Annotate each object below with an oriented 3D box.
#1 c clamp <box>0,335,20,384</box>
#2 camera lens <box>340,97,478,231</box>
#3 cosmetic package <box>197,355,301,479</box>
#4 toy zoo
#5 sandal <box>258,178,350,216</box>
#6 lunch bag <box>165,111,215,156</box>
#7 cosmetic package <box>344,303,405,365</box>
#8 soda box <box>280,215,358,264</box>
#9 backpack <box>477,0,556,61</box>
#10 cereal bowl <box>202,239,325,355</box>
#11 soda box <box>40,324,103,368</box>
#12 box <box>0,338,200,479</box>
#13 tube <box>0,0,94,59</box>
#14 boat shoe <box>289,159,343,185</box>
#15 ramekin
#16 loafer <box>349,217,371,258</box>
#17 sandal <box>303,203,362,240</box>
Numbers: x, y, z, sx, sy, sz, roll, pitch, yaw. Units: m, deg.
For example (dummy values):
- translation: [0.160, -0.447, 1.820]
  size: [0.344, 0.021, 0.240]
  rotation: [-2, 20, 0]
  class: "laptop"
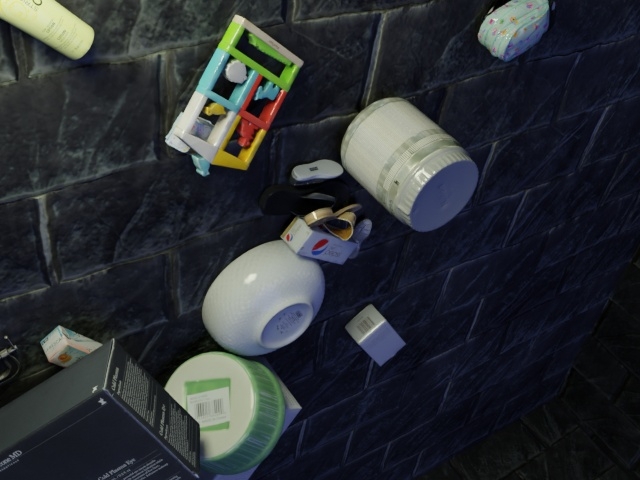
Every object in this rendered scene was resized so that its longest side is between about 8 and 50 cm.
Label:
- translation: [-0.696, 0.270, 1.607]
  size: [0.161, 0.022, 0.137]
  rotation: [-34, 150, -14]
  class: "c clamp"
- translation: [0.196, -0.179, 1.762]
  size: [0.219, 0.274, 0.219]
  rotation: [-26, 142, -22]
  class: "camera lens"
- translation: [-0.252, 0.526, 2.147]
  size: [0.156, 0.217, 0.385]
  rotation: [15, 119, -50]
  class: "cosmetic package"
- translation: [-0.164, -0.257, 1.485]
  size: [0.192, 0.030, 0.293]
  rotation: [22, 97, -53]
  class: "toy zoo"
- translation: [-0.030, -0.089, 1.832]
  size: [0.254, 0.054, 0.097]
  rotation: [-11, 135, -37]
  class: "sandal"
- translation: [-0.251, -0.205, 1.495]
  size: [0.083, 0.053, 0.071]
  rotation: [19, 109, -45]
  class: "lunch bag"
- translation: [0.175, 0.300, 2.431]
  size: [0.117, 0.085, 0.231]
  rotation: [-40, 147, -2]
  class: "cosmetic package"
- translation: [0.000, 0.000, 1.936]
  size: [0.074, 0.069, 0.216]
  rotation: [-52, 149, 15]
  class: "soda box"
- translation: [0.460, -0.507, 1.807]
  size: [0.182, 0.115, 0.152]
  rotation: [-32, 147, -9]
  class: "backpack"
- translation: [-0.122, 0.170, 1.951]
  size: [0.339, 0.141, 0.339]
  rotation: [-25, 141, -22]
  class: "cereal bowl"
- translation: [-0.528, 0.252, 1.709]
  size: [0.058, 0.063, 0.183]
  rotation: [-41, 146, 3]
  class: "soda box"
- translation: [-0.486, 0.439, 1.661]
  size: [0.343, 0.179, 0.312]
  rotation: [-31, 119, 9]
  class: "box"
- translation: [-0.448, -0.351, 1.143]
  size: [0.240, 0.062, 0.070]
  rotation: [32, 63, -49]
  class: "tube"
- translation: [-0.012, -0.155, 1.793]
  size: [0.142, 0.049, 0.040]
  rotation: [-10, 153, -36]
  class: "boat shoe"
- translation: [-0.254, 0.425, 1.938]
  size: [0.303, 0.303, 0.148]
  rotation: [-42, 151, 0]
  class: "ramekin"
- translation: [0.098, -0.012, 2.065]
  size: [0.045, 0.039, 0.125]
  rotation: [18, 116, -15]
  class: "loafer"
- translation: [0.042, -0.035, 1.884]
  size: [0.088, 0.079, 0.240]
  rotation: [-27, 172, 28]
  class: "sandal"
